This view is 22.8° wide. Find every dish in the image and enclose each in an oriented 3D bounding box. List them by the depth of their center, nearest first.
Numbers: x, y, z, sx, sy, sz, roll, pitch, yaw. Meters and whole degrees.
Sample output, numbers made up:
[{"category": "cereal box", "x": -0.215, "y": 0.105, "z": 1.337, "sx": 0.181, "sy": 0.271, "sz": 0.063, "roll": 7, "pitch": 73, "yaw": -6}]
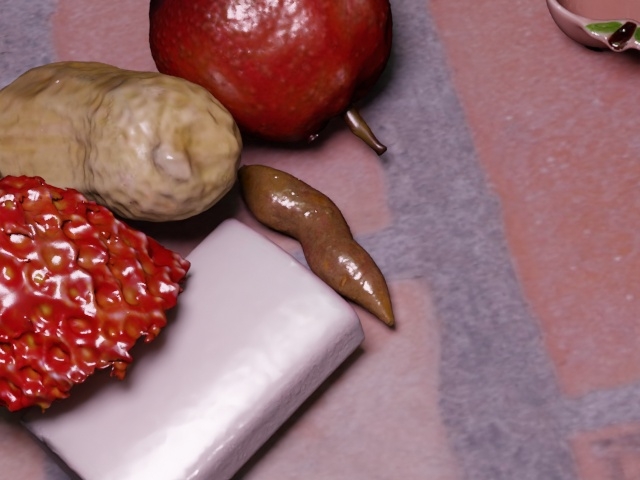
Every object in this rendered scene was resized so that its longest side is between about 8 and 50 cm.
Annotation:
[{"category": "dish", "x": 0.321, "y": -0.236, "z": 1.540, "sx": 0.213, "sy": 0.090, "sz": 0.213, "roll": -2, "pitch": 61, "yaw": 4}]

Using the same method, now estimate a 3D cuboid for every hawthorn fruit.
[{"category": "hawthorn fruit", "x": -0.028, "y": -0.185, "z": 1.497, "sx": 0.230, "sy": 0.210, "sz": 0.266, "roll": -35, "pitch": 82, "yaw": -19}]

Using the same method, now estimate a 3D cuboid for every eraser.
[{"category": "eraser", "x": -0.113, "y": 0.122, "z": 1.404, "sx": 0.174, "sy": 0.095, "sz": 0.270, "roll": 36, "pitch": 73, "yaw": 27}]

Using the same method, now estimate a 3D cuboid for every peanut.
[{"category": "peanut", "x": -0.184, "y": -0.095, "z": 1.474, "sx": 0.291, "sy": 0.143, "sz": 0.159, "roll": 9, "pitch": 23, "yaw": 44}]

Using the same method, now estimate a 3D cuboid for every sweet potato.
[{"category": "sweet potato", "x": 0.002, "y": -0.002, "z": 1.479, "sx": 0.065, "sy": 0.051, "sz": 0.218, "roll": -39, "pitch": 66, "yaw": -17}]

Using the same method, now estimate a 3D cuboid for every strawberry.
[{"category": "strawberry", "x": -0.247, "y": 0.030, "z": 1.381, "sx": 0.234, "sy": 0.234, "sz": 0.178, "roll": -36, "pitch": 109, "yaw": -12}]
